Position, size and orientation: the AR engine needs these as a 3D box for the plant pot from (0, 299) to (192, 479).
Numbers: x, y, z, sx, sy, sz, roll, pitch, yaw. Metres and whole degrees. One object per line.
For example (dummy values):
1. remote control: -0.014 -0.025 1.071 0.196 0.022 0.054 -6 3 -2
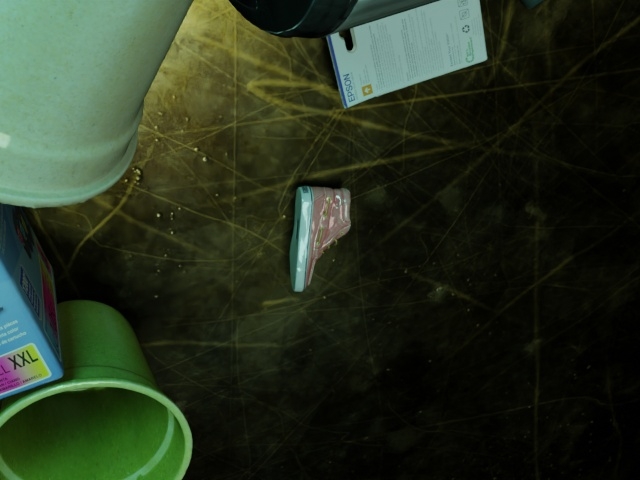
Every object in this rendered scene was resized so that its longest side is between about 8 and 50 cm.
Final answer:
1. plant pot: -0.341 0.225 1.228 0.276 0.254 0.276 -9 124 -14

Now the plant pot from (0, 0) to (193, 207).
1. plant pot: -0.264 -0.256 0.850 0.334 0.333 0.305 22 132 -30

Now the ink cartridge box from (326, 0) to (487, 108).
1. ink cartridge box: 0.106 -0.317 1.174 0.224 0.045 0.223 -19 125 -6

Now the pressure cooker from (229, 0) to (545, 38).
1. pressure cooker: 0.092 -0.422 0.884 0.421 0.375 0.369 -24 127 -22

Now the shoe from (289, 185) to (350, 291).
1. shoe: 0.000 0.000 1.324 0.081 0.063 0.178 -1 117 -14

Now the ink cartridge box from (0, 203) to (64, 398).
1. ink cartridge box: -0.453 -0.030 1.015 0.151 0.270 0.395 -22 126 -7
